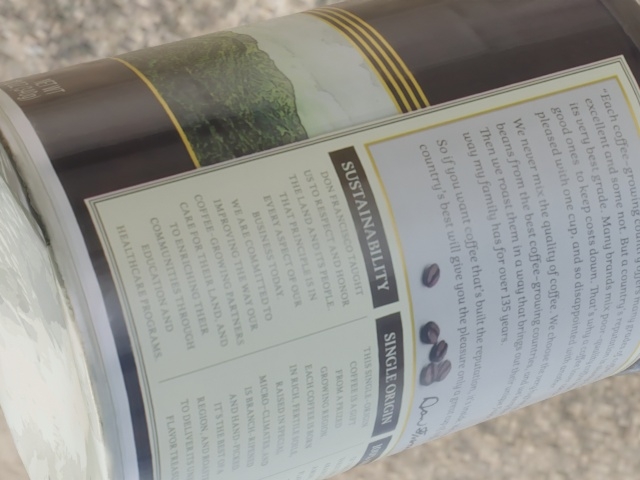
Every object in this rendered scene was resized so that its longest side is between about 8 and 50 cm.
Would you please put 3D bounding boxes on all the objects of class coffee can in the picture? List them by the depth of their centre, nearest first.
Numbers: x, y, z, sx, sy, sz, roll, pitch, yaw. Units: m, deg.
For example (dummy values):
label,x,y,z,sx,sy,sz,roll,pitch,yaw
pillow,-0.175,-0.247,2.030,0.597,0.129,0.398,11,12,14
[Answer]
label,x,y,z,sx,sy,sz,roll,pitch,yaw
coffee can,0.000,0.000,0.684,0.275,0.201,0.201,-17,161,-22
